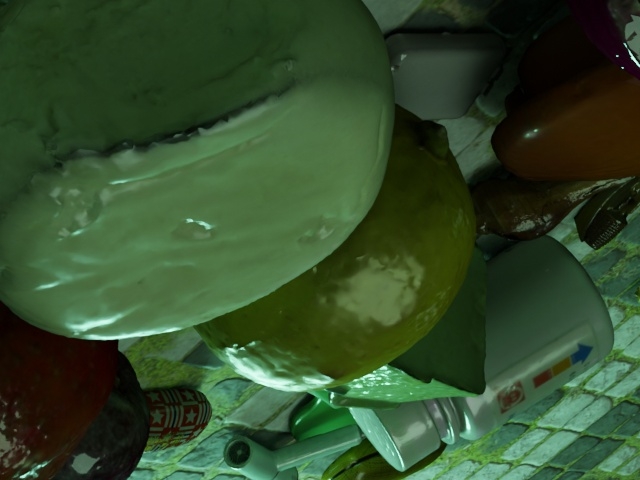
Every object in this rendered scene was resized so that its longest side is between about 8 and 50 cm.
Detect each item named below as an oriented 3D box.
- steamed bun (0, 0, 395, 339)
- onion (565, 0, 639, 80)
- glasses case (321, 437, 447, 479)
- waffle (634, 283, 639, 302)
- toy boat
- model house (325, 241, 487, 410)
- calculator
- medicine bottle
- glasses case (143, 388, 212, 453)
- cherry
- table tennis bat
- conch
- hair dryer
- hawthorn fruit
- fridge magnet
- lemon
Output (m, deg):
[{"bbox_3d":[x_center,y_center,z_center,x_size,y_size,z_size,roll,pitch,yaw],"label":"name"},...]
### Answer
[{"bbox_3d":[-0.120,-0.089,1.284,0.333,0.233,0.312,-15,150,-14],"label":"steamed bun"},{"bbox_3d":[0.295,-0.327,1.292,0.398,0.420,0.398,-50,-168,15],"label":"onion"},{"bbox_3d":[0.088,0.278,2.229,0.079,0.064,0.234,-38,165,31],"label":"glasses case"},{"bbox_3d":[0.480,0.090,2.359,0.160,0.046,0.192,-22,151,-22],"label":"waffle"},{"bbox_3d":[0.356,-0.049,2.009,0.149,0.049,0.047,-45,148,23],"label":"toy boat"},{"bbox_3d":[0.039,0.075,1.808,0.214,0.195,0.189,20,149,-39],"label":"model house"},{"bbox_3d":[0.099,-0.151,1.608,0.175,0.032,0.100,-5,142,-40],"label":"calculator"},{"bbox_3d":[0.175,0.130,1.969,0.293,0.170,0.170,-32,153,-12],"label":"medicine bottle"},{"bbox_3d":[-0.197,0.200,1.858,0.194,0.049,0.073,-4,141,-41],"label":"glasses case"},{"bbox_3d":[-0.255,0.167,1.613,0.195,0.195,0.195,-24,151,-14],"label":"cherry"},{"bbox_3d":[0.025,0.191,2.081,0.160,0.039,0.257,-27,155,7],"label":"table tennis bat"},{"bbox_3d":[0.240,-0.051,1.850,0.232,0.086,0.080,-25,152,-8],"label":"conch"},{"bbox_3d":[-0.009,0.244,2.093,0.183,0.044,0.155,-25,156,12],"label":"hair dryer"},{"bbox_3d":[-0.270,0.100,1.425,0.300,0.254,0.254,-21,151,-38],"label":"hawthorn fruit"},{"bbox_3d":[0.331,-0.153,1.634,0.363,0.155,0.363,-16,170,-3],"label":"fridge magnet"},{"bbox_3d":[-0.002,0.002,1.527,0.284,0.261,0.260,-15,159,25],"label":"lemon"}]
